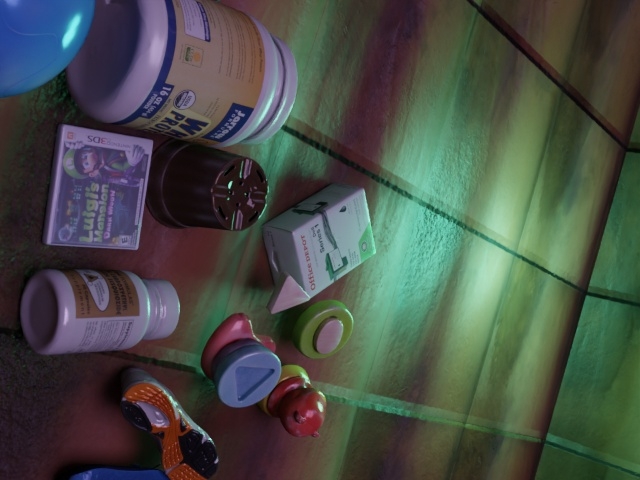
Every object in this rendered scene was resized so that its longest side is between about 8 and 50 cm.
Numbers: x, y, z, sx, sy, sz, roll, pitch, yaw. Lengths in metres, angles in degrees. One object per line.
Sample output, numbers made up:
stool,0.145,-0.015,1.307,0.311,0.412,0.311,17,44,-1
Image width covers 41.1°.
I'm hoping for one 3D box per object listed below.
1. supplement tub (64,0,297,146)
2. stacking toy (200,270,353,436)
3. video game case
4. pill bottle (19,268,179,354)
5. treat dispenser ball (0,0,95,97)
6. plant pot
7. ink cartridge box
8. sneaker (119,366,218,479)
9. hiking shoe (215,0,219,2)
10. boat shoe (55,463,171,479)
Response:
supplement tub,-0.211,-0.272,1.346,0.316,0.228,0.228,8,94,-47
stacking toy,-0.052,0.235,1.649,0.279,0.130,0.309,-49,134,4
video game case,-0.359,-0.083,1.387,0.173,0.022,0.190,5,96,-47
pill bottle,-0.347,0.112,1.366,0.229,0.131,0.131,3,97,-48
treat dispenser ball,-0.426,-0.320,1.057,0.288,0.288,0.288,-14,110,-45
plant pot,-0.188,-0.088,1.464,0.167,0.165,0.167,-15,111,-44
ink cartridge box,0.000,0.000,1.741,0.219,0.092,0.160,-34,123,-37
sneaker,-0.267,0.321,1.508,0.099,0.121,0.262,-30,119,-7
hiking shoe,-0.217,-0.503,1.408,0.114,0.086,0.227,-13,103,-31
boat shoe,-0.341,0.428,1.489,0.258,0.089,0.109,37,60,-41
